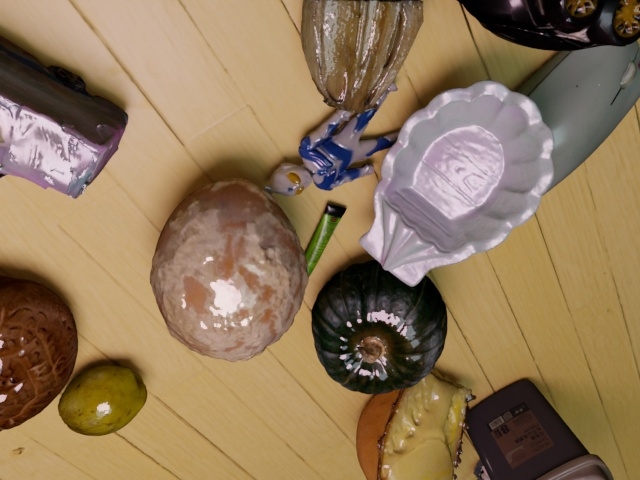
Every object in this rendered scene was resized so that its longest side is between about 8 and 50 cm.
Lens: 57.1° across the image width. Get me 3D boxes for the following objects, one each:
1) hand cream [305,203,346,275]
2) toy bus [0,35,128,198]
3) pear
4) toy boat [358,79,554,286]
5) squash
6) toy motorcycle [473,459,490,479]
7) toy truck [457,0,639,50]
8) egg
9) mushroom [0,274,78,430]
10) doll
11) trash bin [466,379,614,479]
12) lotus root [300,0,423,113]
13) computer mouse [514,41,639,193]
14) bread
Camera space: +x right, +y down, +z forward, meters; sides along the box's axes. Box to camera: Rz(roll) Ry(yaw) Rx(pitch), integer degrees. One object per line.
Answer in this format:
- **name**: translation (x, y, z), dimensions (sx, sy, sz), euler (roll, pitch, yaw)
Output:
- **hand cream**: translation (0.000, 0.000, 0.879), dimensions (0.036, 0.023, 0.122), euler (10, 119, -34)
- **toy bus**: translation (-0.357, -0.157, 0.595), dimensions (0.317, 0.138, 0.112), euler (28, 112, -28)
- **pear**: translation (-0.330, 0.241, 0.886), dimensions (0.131, 0.107, 0.107), euler (-23, 126, -6)
- **toy boat**: translation (0.177, -0.074, 0.791), dimensions (0.199, 0.100, 0.290), euler (42, 113, 5)
- **squash**: translation (0.088, 0.133, 0.902), dimensions (0.218, 0.172, 0.218), euler (-4, 131, -5)
- **toy motorcycle**: translation (0.426, 0.574, 1.352), dimensions (0.150, 0.102, 0.221), euler (-52, 127, -6)
- **toy truck**: translation (0.195, -0.351, 0.600), dimensions (0.405, 0.180, 0.254), euler (6, 110, -28)
- **egg**: translation (-0.118, 0.038, 0.764), dimensions (0.203, 0.203, 0.245), euler (-3, 113, -16)
- **mushroom**: translation (-0.450, 0.156, 0.770), dimensions (0.253, 0.153, 0.253), euler (-14, 134, -15)
- **doll**: translation (0.021, -0.113, 0.793), dimensions (0.227, 0.057, 0.114), euler (-32, 130, 0)
- **trash bin**: translation (0.419, 0.435, 1.132), dimensions (0.209, 0.290, 0.182), euler (-35, 126, 8)
- **lotus root**: translation (0.037, -0.231, 0.713), dimensions (0.143, 0.070, 0.144), euler (0, 118, -24)
- **computer mouse**: translation (0.348, -0.167, 0.836), dimensions (0.288, 0.097, 0.159), euler (-41, 122, 12)
- **bread**: translation (0.160, 0.360, 1.085), dimensions (0.204, 0.163, 0.262), euler (33, 66, -30)
